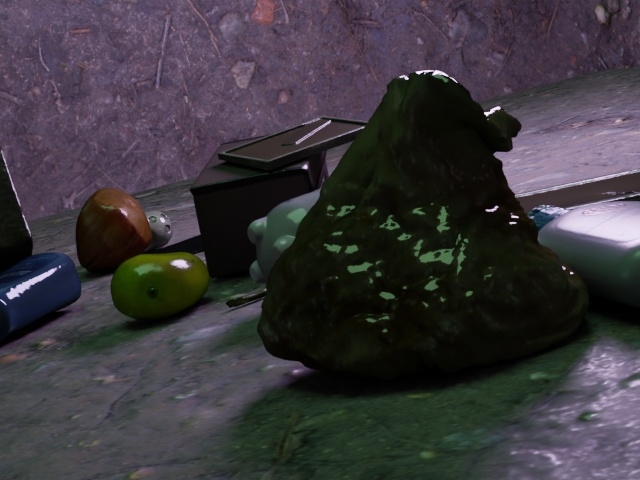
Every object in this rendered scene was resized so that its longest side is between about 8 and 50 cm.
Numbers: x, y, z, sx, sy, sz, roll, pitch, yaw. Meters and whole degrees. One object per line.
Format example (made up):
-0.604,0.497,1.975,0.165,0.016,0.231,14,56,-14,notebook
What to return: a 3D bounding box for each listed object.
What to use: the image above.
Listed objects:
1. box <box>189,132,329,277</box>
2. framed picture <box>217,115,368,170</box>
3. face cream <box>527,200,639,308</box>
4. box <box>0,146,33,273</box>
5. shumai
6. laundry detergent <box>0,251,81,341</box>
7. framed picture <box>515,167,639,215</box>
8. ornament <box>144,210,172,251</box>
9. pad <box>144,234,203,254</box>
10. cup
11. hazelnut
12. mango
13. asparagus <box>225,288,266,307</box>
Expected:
-0.081,-0.064,1.892,0.188,0.153,0.252,-10,19,7,box
-0.035,-0.149,1.852,0.203,0.015,0.150,-22,21,-30,framed picture
0.305,0.005,1.261,0.163,0.080,0.336,-14,10,-13,face cream
-0.560,-0.009,1.969,0.143,0.184,0.273,-17,-16,-21,box
0.075,-0.023,1.151,0.314,0.263,0.267,-12,15,5,shumai
-0.465,0.094,1.758,0.143,0.094,0.290,-9,10,19,laundry detergent
0.368,-0.060,1.777,0.293,0.018,0.231,-12,9,7,framed picture
-0.354,-0.005,2.296,0.156,0.075,0.081,-14,52,-4,ornament
-0.226,0.008,2.232,0.265,0.009,0.159,-21,12,-32,pad
0.000,0.011,1.509,0.142,0.134,0.173,-19,19,-29,cup
-0.380,-0.015,2.183,0.150,0.150,0.150,-13,9,2,hazelnut
-0.211,0.055,1.656,0.117,0.089,0.163,-6,11,34,mango
-0.055,0.063,1.632,0.166,0.013,0.016,-18,-32,-33,asparagus
